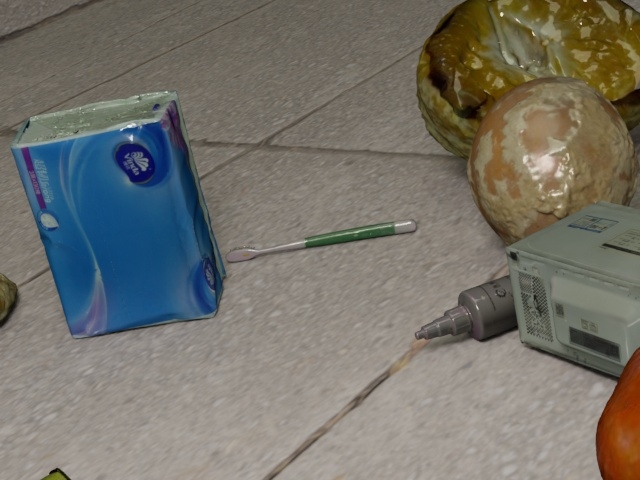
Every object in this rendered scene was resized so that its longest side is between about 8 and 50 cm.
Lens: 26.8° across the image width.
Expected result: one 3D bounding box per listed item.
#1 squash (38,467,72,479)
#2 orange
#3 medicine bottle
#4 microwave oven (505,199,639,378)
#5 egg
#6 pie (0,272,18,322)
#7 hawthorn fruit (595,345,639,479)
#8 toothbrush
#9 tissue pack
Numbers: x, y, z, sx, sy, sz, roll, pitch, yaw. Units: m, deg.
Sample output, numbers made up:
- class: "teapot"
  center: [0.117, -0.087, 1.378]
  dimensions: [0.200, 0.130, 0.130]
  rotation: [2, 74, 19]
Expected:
- class: "squash"
  center: [-0.285, 0.282, 1.158]
  dimensions: [0.188, 0.095, 0.095]
  rotation: [-29, 27, -28]
- class: "orange"
  center: [0.293, -0.215, 1.857]
  dimensions: [0.368, 0.210, 0.271]
  rotation: [-21, 65, -18]
- class: "medicine bottle"
  center: [0.191, 0.070, 1.450]
  dimensions: [0.199, 0.058, 0.057]
  rotation: [-18, 23, -15]
- class: "microwave oven"
  center: [0.309, 0.056, 1.336]
  dimensions: [0.162, 0.122, 0.208]
  rotation: [-25, 25, -28]
- class: "egg"
  center: [0.273, -0.091, 1.598]
  dimensions: [0.203, 0.203, 0.245]
  rotation: [-8, 41, 9]
- class: "pie"
  center: [-0.525, 0.098, 1.769]
  dimensions: [0.274, 0.055, 0.274]
  rotation: [-12, 17, 4]
- class: "hawthorn fruit"
  center: [0.288, 0.149, 0.935]
  dimensions: [0.211, 0.211, 0.299]
  rotation: [-1, -4, 25]
- class: "toothbrush"
  center: [0.000, 0.000, 1.773]
  dimensions: [0.257, 0.018, 0.024]
  rotation: [-10, 16, 9]
- class: "tissue pack"
  center: [-0.245, -0.032, 1.651]
  dimensions: [0.198, 0.264, 0.146]
  rotation: [-10, 22, 6]
